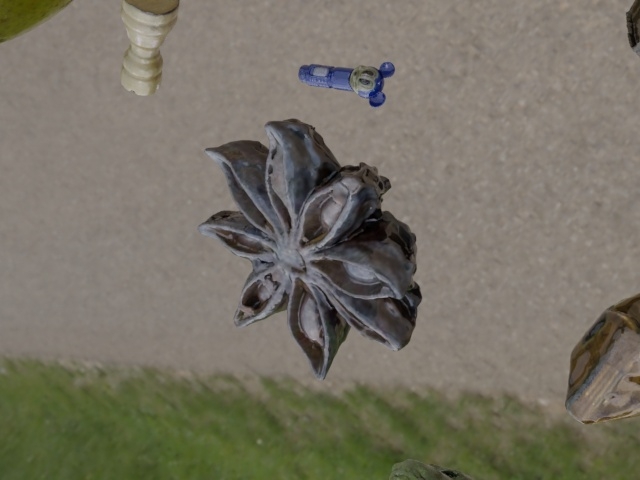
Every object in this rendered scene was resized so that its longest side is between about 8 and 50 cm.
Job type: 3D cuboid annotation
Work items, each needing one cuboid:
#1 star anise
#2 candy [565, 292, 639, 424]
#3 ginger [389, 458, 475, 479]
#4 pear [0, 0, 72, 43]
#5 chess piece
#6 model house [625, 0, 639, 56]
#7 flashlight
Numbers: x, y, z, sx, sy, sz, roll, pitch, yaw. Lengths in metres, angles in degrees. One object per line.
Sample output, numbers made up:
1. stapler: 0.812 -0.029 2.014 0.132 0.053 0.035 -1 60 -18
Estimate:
1. star anise: 0.001 0.001 1.009 0.223 0.109 0.236 -16 99 43
2. candy: 0.368 0.101 1.192 0.101 0.271 0.143 45 128 24
3. ginger: 0.188 0.374 1.606 0.137 0.089 0.290 57 -163 23
4. pear: -0.286 -0.283 0.858 0.294 0.294 0.294 29 152 17
5. chess piece: -0.197 -0.223 1.260 0.066 0.066 0.122 30 134 15
6. model house: 0.404 -0.162 1.153 0.181 0.248 0.176 37 160 -14
7. flashlight: 0.027 -0.191 1.309 0.121 0.057 0.035 13 171 30
